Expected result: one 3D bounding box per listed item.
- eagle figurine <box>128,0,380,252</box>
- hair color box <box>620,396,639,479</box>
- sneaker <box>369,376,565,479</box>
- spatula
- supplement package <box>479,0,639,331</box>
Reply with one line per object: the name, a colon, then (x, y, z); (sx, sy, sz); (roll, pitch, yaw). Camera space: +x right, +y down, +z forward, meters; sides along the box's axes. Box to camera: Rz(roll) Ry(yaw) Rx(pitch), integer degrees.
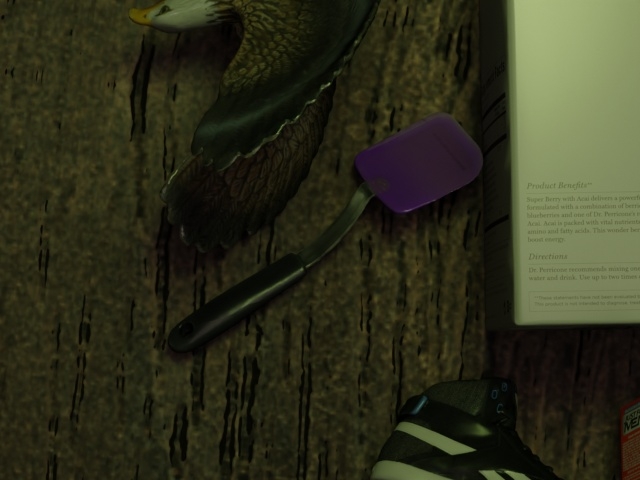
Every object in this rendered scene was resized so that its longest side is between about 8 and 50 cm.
eagle figurine: (-0.037, -0.159, 1.460); (0.225, 0.226, 0.298); (-20, 67, 30)
hair color box: (0.288, 0.210, 1.493); (0.093, 0.053, 0.167); (12, 66, -20)
sneaker: (0.157, 0.171, 1.486); (0.217, 0.079, 0.121); (17, 64, 14)
spatula: (0.000, 0.000, 1.529); (0.296, 0.030, 0.084); (-38, 51, 0)
supplement package: (0.221, -0.077, 1.483); (0.177, 0.175, 0.293); (0, 86, -2)
